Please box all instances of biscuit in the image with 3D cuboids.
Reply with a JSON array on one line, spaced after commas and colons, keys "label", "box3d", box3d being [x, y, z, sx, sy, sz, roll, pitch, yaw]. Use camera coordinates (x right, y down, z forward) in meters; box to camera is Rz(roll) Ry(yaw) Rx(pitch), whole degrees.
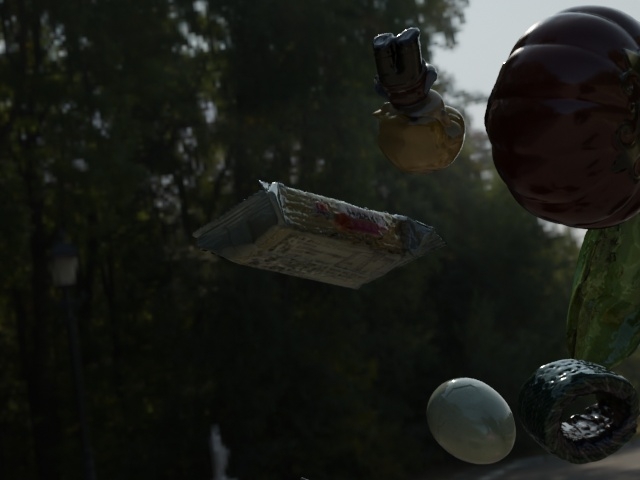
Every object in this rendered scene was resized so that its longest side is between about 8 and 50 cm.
[{"label": "biscuit", "box3d": [-0.003, 0.002, 1.626, 0.309, 0.079, 0.186, 11, -29, -36]}]

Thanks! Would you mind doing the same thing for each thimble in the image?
[{"label": "thimble", "box3d": [0.320, 0.209, 1.473, 0.135, 0.118, 0.090, -13, 18, -14]}]

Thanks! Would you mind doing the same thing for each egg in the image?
[{"label": "egg", "box3d": [0.293, 0.350, 2.286, 0.151, 0.151, 0.209, -3, 20, -28]}]

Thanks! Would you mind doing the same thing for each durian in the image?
[{"label": "durian", "box3d": [0.490, 0.073, 1.943, 0.163, 0.394, 0.198, 21, -7, 13]}]

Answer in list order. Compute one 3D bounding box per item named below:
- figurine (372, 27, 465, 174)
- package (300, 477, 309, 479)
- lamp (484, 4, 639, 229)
[{"label": "figurine", "box3d": [0.114, -0.175, 1.495, 0.114, 0.108, 0.196, -13, -57, 13]}, {"label": "package", "box3d": [0.067, 0.463, 1.670, 0.251, 0.204, 0.062, 18, -33, -12]}, {"label": "lamp", "box3d": [0.358, -0.164, 1.596, 0.257, 0.303, 0.303, 6, 2, 41]}]
